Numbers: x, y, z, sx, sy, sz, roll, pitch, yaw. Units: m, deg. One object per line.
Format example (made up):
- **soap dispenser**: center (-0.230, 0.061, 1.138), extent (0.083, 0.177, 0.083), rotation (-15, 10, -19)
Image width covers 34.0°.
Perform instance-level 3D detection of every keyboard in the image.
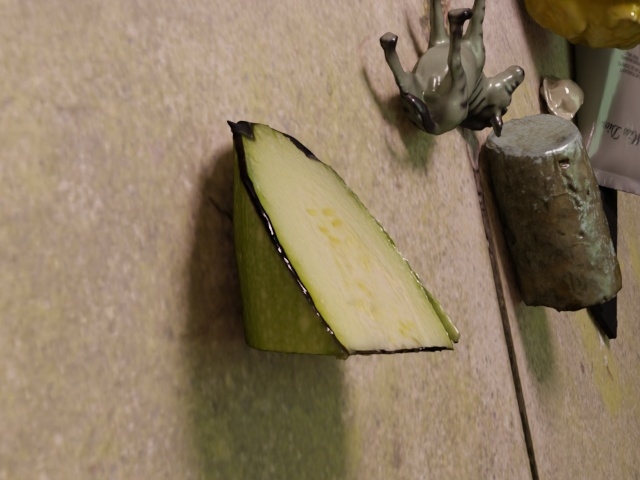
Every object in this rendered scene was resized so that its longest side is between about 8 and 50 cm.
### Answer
- **keyboard**: center (0.389, -0.020, 1.439), extent (0.101, 0.018, 0.309), rotation (50, 41, -44)

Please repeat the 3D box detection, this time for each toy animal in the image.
- **toy animal**: center (0.123, -0.147, 0.957), extent (0.217, 0.074, 0.175), rotation (-51, 140, -49)

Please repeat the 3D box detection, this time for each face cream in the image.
- **face cream**: center (0.401, -0.223, 1.466), extent (0.143, 0.089, 0.314), rotation (9, 78, -38)

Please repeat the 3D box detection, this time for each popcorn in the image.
- **popcorn**: center (0.351, -0.356, 1.265), extent (0.225, 0.249, 0.249), rotation (22, 62, -48)

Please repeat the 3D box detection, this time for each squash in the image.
- **squash**: center (-0.016, 0.017, 0.672), extent (0.184, 0.085, 0.192), rotation (58, 20, 21)

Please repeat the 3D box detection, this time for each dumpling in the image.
- **dumpling**: center (0.298, -0.178, 1.312), extent (0.076, 0.057, 0.052), rotation (-60, 175, -19)

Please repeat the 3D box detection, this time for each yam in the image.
- **yam**: center (0.239, -0.031, 1.087), extent (0.107, 0.107, 0.194), rotation (-39, 114, -58)
